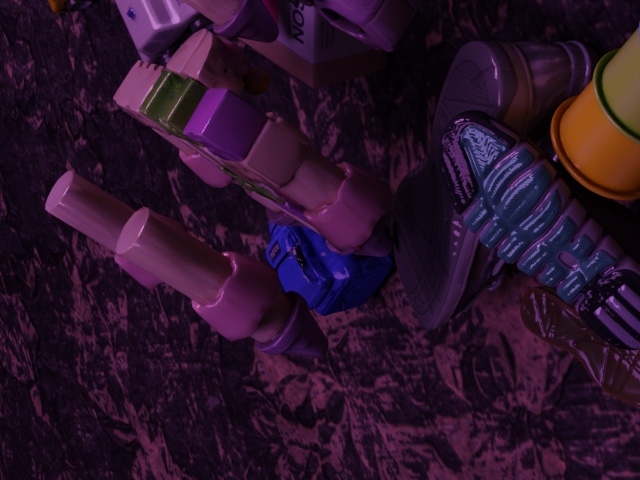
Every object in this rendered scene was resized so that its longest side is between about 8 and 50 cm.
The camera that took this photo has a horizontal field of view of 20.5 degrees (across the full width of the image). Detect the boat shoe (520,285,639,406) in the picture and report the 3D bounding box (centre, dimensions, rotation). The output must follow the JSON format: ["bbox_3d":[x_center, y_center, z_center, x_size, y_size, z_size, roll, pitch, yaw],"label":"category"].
[{"bbox_3d":[0.231,0.082,1.440,0.153,0.048,0.056,33,122,37],"label":"boat shoe"}]

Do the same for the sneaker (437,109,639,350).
[{"bbox_3d":[0.182,-0.017,1.335,0.223,0.098,0.083,47,124,0],"label":"sneaker"}]

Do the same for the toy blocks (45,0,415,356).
[{"bbox_3d":[-0.020,-0.063,1.474,0.260,0.309,0.288,33,176,-24],"label":"toy blocks"}]

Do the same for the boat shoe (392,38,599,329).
[{"bbox_3d":[0.137,-0.041,1.459,0.320,0.103,0.118,105,150,-46],"label":"boat shoe"}]

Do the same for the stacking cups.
[{"bbox_3d":[0.270,-0.153,1.200,0.096,0.096,0.316,58,143,19],"label":"stacking cups"}]

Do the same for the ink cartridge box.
[{"bbox_3d":[-0.025,-0.282,1.585,0.193,0.088,0.234,38,136,44],"label":"ink cartridge box"}]

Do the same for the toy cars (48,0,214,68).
[{"bbox_3d":[-0.235,-0.282,1.925,0.394,0.087,0.176,32,134,46],"label":"toy cars"}]

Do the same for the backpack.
[{"bbox_3d":[0.000,0.000,1.703,0.120,0.101,0.098,63,143,19],"label":"backpack"}]
